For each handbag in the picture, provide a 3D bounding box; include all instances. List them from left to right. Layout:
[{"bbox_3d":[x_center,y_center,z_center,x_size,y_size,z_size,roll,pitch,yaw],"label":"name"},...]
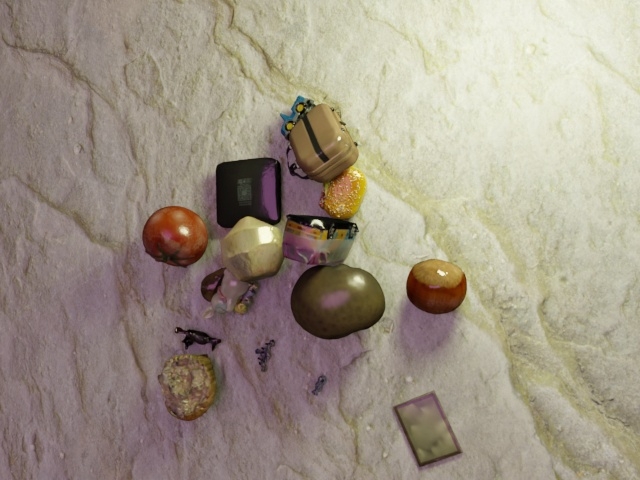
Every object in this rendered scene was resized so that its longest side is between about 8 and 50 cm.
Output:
[{"bbox_3d":[-0.017,-0.347,1.834,0.283,0.149,0.302,-38,44,19],"label":"handbag"}]

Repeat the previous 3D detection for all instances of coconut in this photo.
[{"bbox_3d":[-0.264,0.029,1.908,0.259,0.259,0.259,-1,86,20],"label":"coconut"}]

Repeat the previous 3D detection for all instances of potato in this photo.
[{"bbox_3d":[-0.458,0.174,2.040,0.101,0.089,0.172,28,97,22],"label":"potato"}]

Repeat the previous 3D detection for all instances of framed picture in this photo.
[{"bbox_3d":[0.384,0.679,1.746,0.173,0.010,0.231,-26,78,16],"label":"framed picture"}]

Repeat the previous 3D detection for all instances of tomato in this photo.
[{"bbox_3d":[-0.602,-0.022,2.022,0.265,0.265,0.265,-1,86,20],"label":"tomato"}]

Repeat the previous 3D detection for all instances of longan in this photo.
[{"bbox_3d":[0.061,0.218,1.752,0.350,0.288,0.288,-10,83,21],"label":"longan"}]

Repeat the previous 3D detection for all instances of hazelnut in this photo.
[{"bbox_3d":[0.402,0.166,1.693,0.214,0.176,0.214,14,119,28],"label":"hazelnut"}]

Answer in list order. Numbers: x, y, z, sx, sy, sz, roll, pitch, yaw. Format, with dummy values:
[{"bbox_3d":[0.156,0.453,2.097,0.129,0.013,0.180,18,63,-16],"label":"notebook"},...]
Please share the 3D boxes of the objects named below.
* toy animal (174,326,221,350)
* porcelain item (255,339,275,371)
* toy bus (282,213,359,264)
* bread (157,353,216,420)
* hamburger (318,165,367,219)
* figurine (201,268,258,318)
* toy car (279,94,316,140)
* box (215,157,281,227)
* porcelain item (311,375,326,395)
[{"bbox_3d":[-0.514,0.416,2.056,0.202,0.070,0.105,8,132,12],"label":"toy animal"},{"bbox_3d":[-0.236,0.462,1.977,0.075,0.021,0.136,17,92,24],"label":"porcelain item"},{"bbox_3d":[0.000,0.000,1.737,0.171,0.386,0.162,14,96,21],"label":"toy bus"},{"bbox_3d":[-0.538,0.602,2.009,0.274,0.149,0.274,-2,85,26],"label":"bread"},{"bbox_3d":[0.086,-0.186,1.858,0.173,0.116,0.210,26,96,17],"label":"hamburger"},{"bbox_3d":[-0.373,0.245,1.988,0.155,0.127,0.235,29,102,-17],"label":"figurine"},{"bbox_3d":[-0.100,-0.496,1.957,0.100,0.097,0.191,33,97,24],"label":"toy car"},{"bbox_3d":[-0.300,-0.196,2.020,0.290,0.073,0.289,-4,86,19],"label":"box"},{"bbox_3d":[-0.004,0.562,1.885,0.036,0.028,0.083,31,95,2],"label":"porcelain item"}]
